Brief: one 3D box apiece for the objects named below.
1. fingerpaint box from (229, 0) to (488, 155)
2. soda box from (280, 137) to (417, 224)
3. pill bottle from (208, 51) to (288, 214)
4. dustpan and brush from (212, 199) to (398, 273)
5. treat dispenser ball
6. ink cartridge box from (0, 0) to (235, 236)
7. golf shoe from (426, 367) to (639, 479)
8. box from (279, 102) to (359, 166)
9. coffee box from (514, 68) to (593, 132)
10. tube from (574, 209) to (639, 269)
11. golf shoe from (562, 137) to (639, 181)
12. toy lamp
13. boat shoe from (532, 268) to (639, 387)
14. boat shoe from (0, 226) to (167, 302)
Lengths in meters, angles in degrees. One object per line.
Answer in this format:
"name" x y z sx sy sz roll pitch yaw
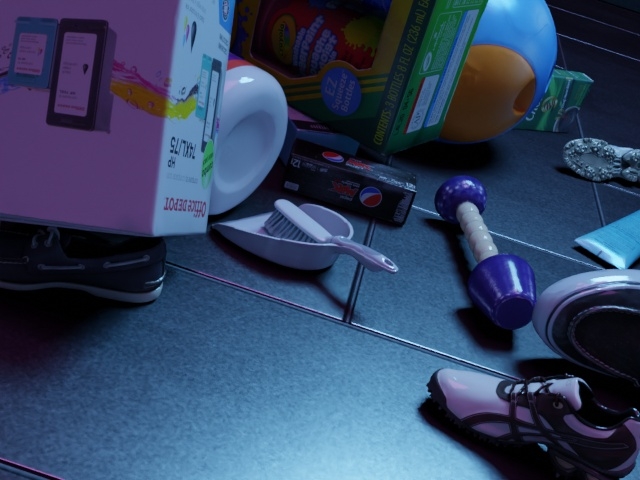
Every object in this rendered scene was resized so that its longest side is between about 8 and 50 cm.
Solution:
"fingerpaint box" 0.041 -0.397 1.257 0.371 0.444 0.163 33 32 25
"soda box" 0.038 -0.076 1.225 0.169 0.053 0.060 17 27 -2
"pill bottle" -0.208 -0.175 1.123 0.323 0.181 0.181 31 31 24
"dustpan and brush" 0.000 0.000 1.056 0.211 0.060 0.147 36 33 31
"treat dispenser ball" 0.219 -0.294 1.472 0.288 0.288 0.288 14 28 -8
"ink cartridge box" -0.207 -0.147 0.892 0.197 0.269 0.198 8 2 6
"golf shoe" 0.199 0.149 0.870 0.198 0.093 0.077 23 29 13
"box" -0.038 -0.183 1.366 0.101 0.060 0.244 3 31 -26
"coffee box" 0.387 -0.252 1.688 0.184 0.113 0.040 2 35 -30
"tube" 0.448 -0.008 1.354 0.080 0.052 0.207 31 35 33
"golf shoe" 0.470 -0.135 1.597 0.176 0.069 0.086 9 9 -22
"toy lamp" 0.198 0.011 1.136 0.080 0.080 0.274 12 29 -12
"boat shoe" 0.391 0.122 1.000 0.335 0.121 0.119 14 24 -11
"boat shoe" -0.246 0.006 0.891 0.206 0.065 0.075 10 34 -16
